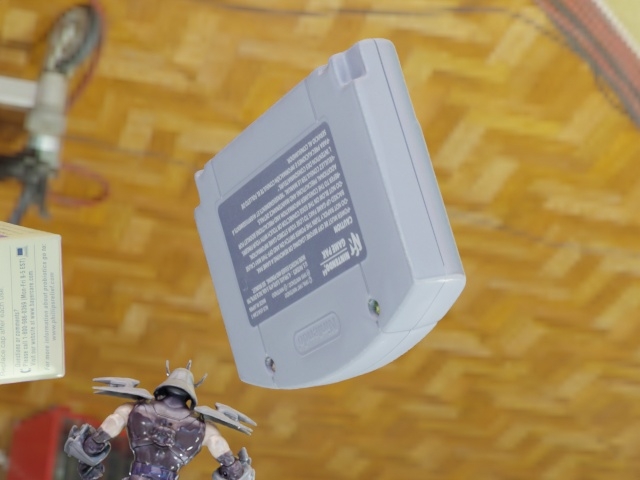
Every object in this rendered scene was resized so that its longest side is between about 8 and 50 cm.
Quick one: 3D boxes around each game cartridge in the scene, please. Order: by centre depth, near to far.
[{"bbox_3d":[0.000,0.000,1.306,0.060,0.196,0.294,-7,167,-27],"label":"game cartridge"}]

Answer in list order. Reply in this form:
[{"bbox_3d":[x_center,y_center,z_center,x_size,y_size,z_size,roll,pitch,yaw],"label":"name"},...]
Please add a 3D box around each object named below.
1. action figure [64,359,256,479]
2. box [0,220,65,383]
[{"bbox_3d":[-0.167,0.247,1.779,0.185,0.285,0.099,11,160,10],"label":"action figure"},{"bbox_3d":[-0.357,0.050,1.482,0.243,0.117,0.213,-4,-172,-31],"label":"box"}]
